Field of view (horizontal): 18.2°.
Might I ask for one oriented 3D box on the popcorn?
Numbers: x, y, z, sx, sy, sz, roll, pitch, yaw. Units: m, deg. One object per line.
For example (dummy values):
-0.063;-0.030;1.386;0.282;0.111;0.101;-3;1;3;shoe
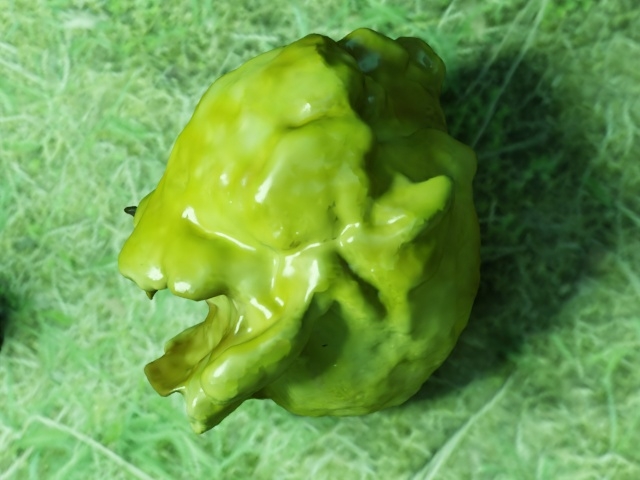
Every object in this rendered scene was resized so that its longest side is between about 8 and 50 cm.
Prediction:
0.000;0.004;1.166;0.253;0.190;0.191;-50;36;13;popcorn
